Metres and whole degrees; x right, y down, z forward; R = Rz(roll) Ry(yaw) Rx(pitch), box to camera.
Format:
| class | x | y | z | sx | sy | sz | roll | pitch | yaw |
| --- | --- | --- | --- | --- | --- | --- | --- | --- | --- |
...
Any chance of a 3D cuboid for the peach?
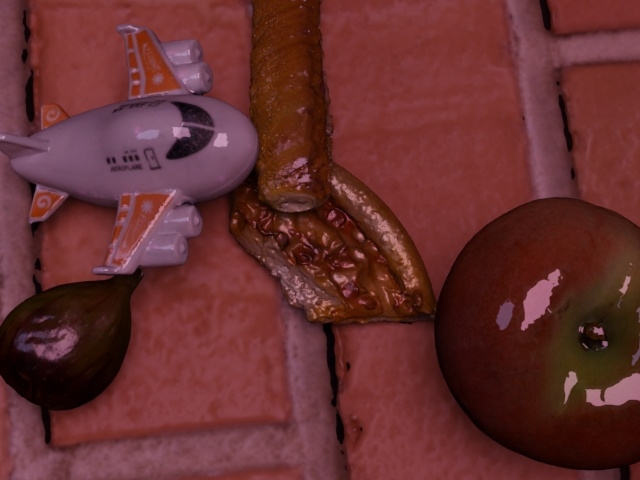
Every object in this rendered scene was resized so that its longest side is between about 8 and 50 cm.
| class | x | y | z | sx | sy | sz | roll | pitch | yaw |
| --- | --- | --- | --- | --- | --- | --- | --- | --- | --- |
| peach | 0.223 | 0.084 | 1.145 | 0.252 | 0.252 | 0.252 | 1 | 74 | -5 |

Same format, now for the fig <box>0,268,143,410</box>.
| class | x | y | z | sx | sy | sz | roll | pitch | yaw |
| --- | --- | --- | --- | --- | --- | --- | --- | --- | --- |
| fig | -0.221 | 0.079 | 1.172 | 0.109 | 0.103 | 0.155 | 39 | 82 | -17 |

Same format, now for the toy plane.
| class | x | y | z | sx | sy | sz | roll | pitch | yaw |
| --- | --- | --- | --- | --- | --- | --- | --- | --- | --- |
| toy plane | -0.175 | -0.083 | 1.188 | 0.244 | 0.117 | 0.245 | -6 | 70 | 18 |

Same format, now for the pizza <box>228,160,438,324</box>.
| class | x | y | z | sx | sy | sz | roll | pitch | yaw |
| --- | --- | --- | --- | --- | --- | --- | --- | --- | --- |
| pizza | 0.001 | -0.006 | 1.241 | 0.134 | 0.056 | 0.271 | -35 | 79 | -22 |

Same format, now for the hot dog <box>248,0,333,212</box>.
| class | x | y | z | sx | sy | sz | roll | pitch | yaw |
| --- | --- | --- | --- | --- | --- | --- | --- | --- | --- |
| hot dog | -0.029 | -0.160 | 1.249 | 0.083 | 0.068 | 0.289 | 1 | 62 | -8 |
